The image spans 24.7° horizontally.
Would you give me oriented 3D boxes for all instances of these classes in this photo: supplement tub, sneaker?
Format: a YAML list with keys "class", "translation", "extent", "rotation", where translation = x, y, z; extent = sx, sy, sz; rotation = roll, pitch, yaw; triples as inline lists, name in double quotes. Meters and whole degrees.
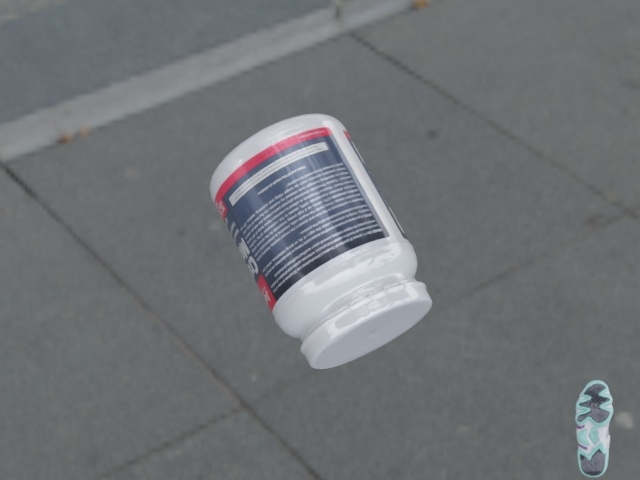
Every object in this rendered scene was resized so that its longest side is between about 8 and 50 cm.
- class: "supplement tub"
  translation: [0.000, 0.000, 1.790]
  extent: [0.191, 0.191, 0.272]
  rotation: [-20, 71, -24]
- class: "sneaker"
  translation: [0.278, 0.188, 1.487]
  extent: [0.038, 0.098, 0.069]
  rotation: [6, 4, 11]
